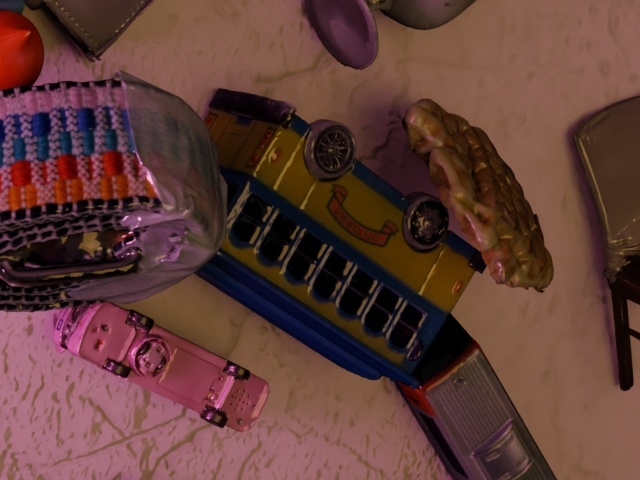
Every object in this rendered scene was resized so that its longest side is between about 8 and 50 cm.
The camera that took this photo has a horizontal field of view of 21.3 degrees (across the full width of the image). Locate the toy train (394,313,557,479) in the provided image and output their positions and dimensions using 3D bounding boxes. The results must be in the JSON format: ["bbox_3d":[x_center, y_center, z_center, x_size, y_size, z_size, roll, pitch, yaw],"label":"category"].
[{"bbox_3d":[0.184,0.231,1.762,0.086,0.089,0.409,-39,120,-14],"label":"toy train"}]

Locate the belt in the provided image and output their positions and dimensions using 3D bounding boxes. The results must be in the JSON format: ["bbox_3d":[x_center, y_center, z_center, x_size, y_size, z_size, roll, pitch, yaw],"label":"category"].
[{"bbox_3d":[-0.200,-0.030,1.359,0.258,0.207,0.150,-5,68,-13],"label":"belt"}]

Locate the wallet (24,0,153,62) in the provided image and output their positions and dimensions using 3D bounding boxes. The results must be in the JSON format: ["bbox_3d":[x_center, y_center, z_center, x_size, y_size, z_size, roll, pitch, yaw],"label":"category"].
[{"bbox_3d":[-0.207,-0.272,1.401,0.170,0.069,0.231,-53,124,-17],"label":"wallet"}]

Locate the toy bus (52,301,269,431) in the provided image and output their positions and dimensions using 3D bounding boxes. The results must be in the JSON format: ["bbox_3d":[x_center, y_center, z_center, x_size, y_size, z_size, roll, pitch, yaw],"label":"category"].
[{"bbox_3d":[-0.142,0.109,1.517,0.203,0.090,0.063,31,83,-35],"label":"toy bus"}]

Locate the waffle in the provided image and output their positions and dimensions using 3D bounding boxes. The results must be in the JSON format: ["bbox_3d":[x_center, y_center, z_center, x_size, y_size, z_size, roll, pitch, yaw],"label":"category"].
[{"bbox_3d":[0.154,-0.048,1.603,0.054,0.204,0.223,-36,165,15],"label":"waffle"}]

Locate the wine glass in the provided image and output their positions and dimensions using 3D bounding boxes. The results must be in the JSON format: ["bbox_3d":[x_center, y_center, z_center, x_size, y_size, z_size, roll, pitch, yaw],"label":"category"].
[{"bbox_3d":[0.104,-0.252,1.587,0.231,0.103,0.103,-30,116,-27],"label":"wine glass"}]

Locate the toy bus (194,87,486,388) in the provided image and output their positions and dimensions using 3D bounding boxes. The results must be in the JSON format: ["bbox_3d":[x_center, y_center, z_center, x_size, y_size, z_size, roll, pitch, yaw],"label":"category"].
[{"bbox_3d":[0.000,0.000,1.556,0.288,0.138,0.175,35,80,-34],"label":"toy bus"}]

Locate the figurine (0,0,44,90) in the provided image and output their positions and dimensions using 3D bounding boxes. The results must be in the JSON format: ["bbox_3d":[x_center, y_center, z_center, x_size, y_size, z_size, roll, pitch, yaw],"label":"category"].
[{"bbox_3d":[-0.257,-0.156,1.350,0.068,0.140,0.075,0,101,-29],"label":"figurine"}]

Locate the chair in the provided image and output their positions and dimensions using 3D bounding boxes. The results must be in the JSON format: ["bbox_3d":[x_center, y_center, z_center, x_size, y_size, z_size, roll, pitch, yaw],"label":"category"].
[{"bbox_3d":[0.392,0.018,1.792,0.160,0.186,0.319,-21,114,-22],"label":"chair"}]
